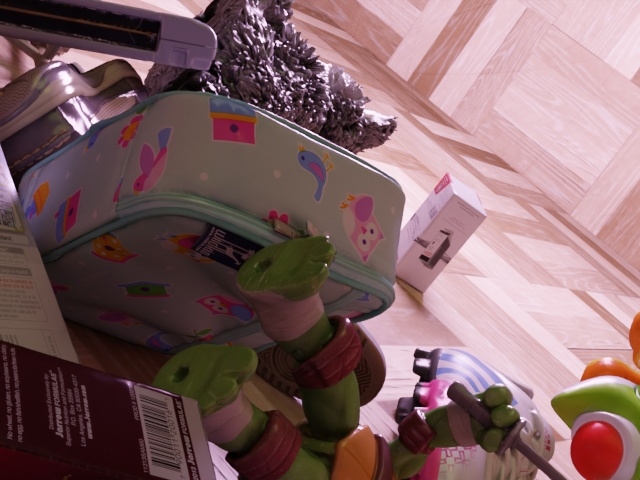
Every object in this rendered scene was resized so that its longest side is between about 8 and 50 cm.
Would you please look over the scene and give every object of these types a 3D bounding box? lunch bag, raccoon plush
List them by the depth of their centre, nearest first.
[{"bbox_3d":[-0.082,0.005,0.840,0.224,0.279,0.108,28,61,-33],"label":"lunch bag"},{"bbox_3d":[-0.074,-0.101,1.421,0.299,0.216,0.446,43,42,-23],"label":"raccoon plush"}]

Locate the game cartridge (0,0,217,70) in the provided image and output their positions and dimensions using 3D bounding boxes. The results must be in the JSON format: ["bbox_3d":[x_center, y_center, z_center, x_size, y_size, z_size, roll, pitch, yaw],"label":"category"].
[{"bbox_3d":[-0.258,-0.223,1.191,0.294,0.060,0.196,9,5,-12],"label":"game cartridge"}]

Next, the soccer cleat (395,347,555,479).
[{"bbox_3d":[0.138,0.173,1.002,0.143,0.116,0.331,16,14,3],"label":"soccer cleat"}]

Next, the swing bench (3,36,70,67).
[{"bbox_3d":[-0.298,-0.357,1.389,0.165,0.253,0.255,38,11,-11],"label":"swing bench"}]

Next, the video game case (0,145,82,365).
[{"bbox_3d":[-0.289,-0.011,0.674,0.269,0.061,0.244,9,50,-52],"label":"video game case"}]

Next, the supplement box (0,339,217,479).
[{"bbox_3d":[-0.182,0.110,0.552,0.239,0.130,0.073,23,30,-33],"label":"supplement box"}]

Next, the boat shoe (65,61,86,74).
[{"bbox_3d":[-0.257,-0.143,1.289,0.042,0.049,0.133,-24,64,-39],"label":"boat shoe"}]

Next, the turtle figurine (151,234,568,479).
[{"bbox_3d":[0.042,0.142,0.703,0.266,0.197,0.275,57,-3,-30],"label":"turtle figurine"}]

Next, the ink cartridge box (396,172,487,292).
[{"bbox_3d":[0.152,-0.011,1.546,0.056,0.135,0.099,34,17,-12],"label":"ink cartridge box"}]

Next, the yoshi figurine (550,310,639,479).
[{"bbox_3d":[0.333,0.241,1.071,0.204,0.203,0.362,63,28,-30],"label":"yoshi figurine"}]

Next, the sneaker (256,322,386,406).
[{"bbox_3d":[-0.051,0.038,1.078,0.282,0.099,0.153,33,18,5],"label":"sneaker"}]

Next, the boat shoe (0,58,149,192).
[{"bbox_3d":[-0.223,-0.083,1.088,0.130,0.132,0.355,60,11,-4],"label":"boat shoe"}]
